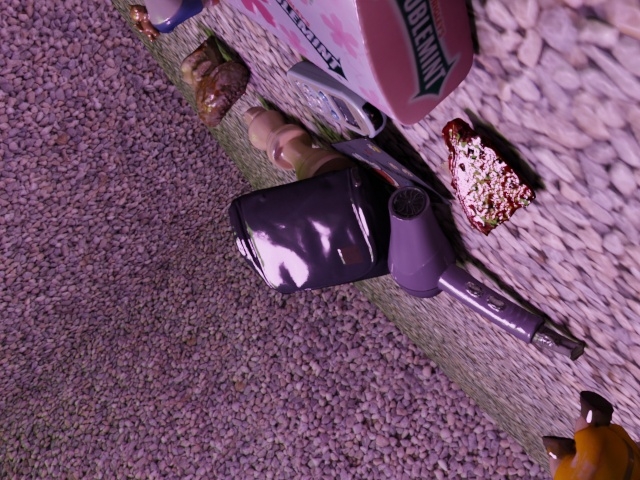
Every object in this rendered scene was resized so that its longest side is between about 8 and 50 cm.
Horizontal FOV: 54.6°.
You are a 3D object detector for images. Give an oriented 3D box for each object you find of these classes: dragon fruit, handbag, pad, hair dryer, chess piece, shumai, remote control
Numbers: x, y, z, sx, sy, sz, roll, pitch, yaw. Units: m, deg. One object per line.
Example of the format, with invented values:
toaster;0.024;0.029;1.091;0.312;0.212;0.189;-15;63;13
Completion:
dragon fruit;0.184;-0.083;0.703;0.131;0.063;0.097;48;142;-4
handbag;0.001;0.003;1.170;0.275;0.301;0.178;39;-137;-63
pad;0.105;-0.113;1.011;0.170;0.006;0.245;36;179;-13
hair dryer;0.257;0.069;0.992;0.361;0.121;0.301;33;166;26
chess piece;-0.072;-0.206;1.375;0.397;0.117;0.117;43;173;46
shumai;-0.249;-0.362;1.414;0.153;0.161;0.209;45;-168;-7
remote control;0.022;-0.218;0.935;0.244;0.047;0.087;41;168;52

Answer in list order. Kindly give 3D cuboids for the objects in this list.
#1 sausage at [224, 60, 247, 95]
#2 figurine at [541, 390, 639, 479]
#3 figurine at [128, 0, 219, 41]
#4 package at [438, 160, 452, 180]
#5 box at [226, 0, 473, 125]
sausage;-0.228;-0.410;1.540;0.129;0.034;0.034;48;174;-10
figurine;0.398;0.291;0.724;0.256;0.193;0.167;15;-172;-15
figurine;-0.301;-0.485;1.039;0.276;0.161;0.158;54;-152;-33
package;0.189;-0.072;0.774;0.083;0.029;0.059;38;169;-15
box;-0.027;-0.273;0.599;0.369;0.112;0.190;43;172;35
